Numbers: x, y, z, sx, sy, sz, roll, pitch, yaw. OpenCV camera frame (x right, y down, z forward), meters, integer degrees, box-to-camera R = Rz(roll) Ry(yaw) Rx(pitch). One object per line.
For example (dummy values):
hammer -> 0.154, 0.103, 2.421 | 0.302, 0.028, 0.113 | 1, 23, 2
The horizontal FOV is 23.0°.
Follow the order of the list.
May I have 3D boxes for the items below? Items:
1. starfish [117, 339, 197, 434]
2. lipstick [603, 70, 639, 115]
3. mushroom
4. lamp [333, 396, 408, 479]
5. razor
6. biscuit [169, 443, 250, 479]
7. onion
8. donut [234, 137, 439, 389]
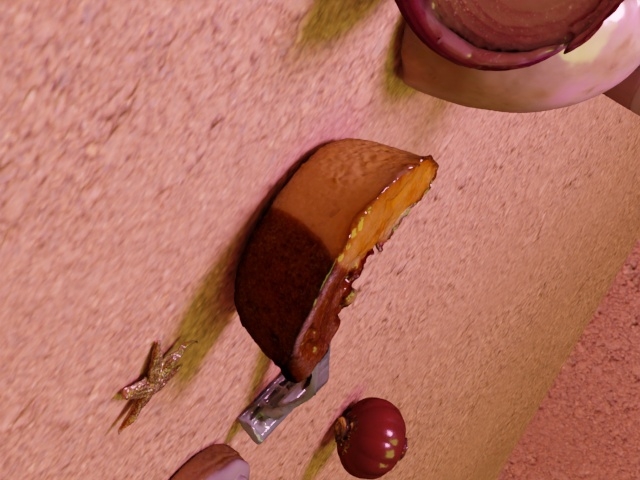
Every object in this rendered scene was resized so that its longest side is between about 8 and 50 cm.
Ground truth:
starfish -> -0.131, 0.112, 1.223 | 0.086, 0.016, 0.092 | -58, 167, 14
lipstick -> 0.269, -0.163, 1.407 | 0.070, 0.254, 0.070 | -50, 163, -21
mushroom -> 0.178, -0.179, 1.285 | 0.173, 0.162, 0.236 | -42, 157, -46
lamp -> 0.061, 0.238, 1.884 | 0.101, 0.090, 0.101 | -54, -155, 40
razor -> -0.010, 0.082, 1.434 | 0.111, 0.056, 0.278 | -44, 160, -33
biscuit -> -0.126, 0.281, 1.503 | 0.181, 0.049, 0.208 | -53, 162, -8
onion -> 0.147, -0.223, 1.107 | 0.200, 0.201, 0.207 | -26, 134, -60
donut -> 0.002, -0.001, 1.259 | 0.217, 0.085, 0.141 | -56, 164, -5
